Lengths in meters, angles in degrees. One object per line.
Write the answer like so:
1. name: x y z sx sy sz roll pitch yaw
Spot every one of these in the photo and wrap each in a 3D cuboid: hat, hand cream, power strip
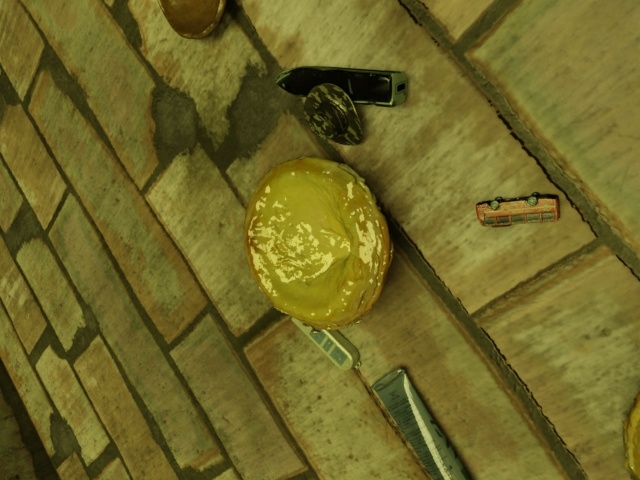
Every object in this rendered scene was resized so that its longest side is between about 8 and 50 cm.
1. hat: 0.015 -0.198 0.791 0.121 0.050 0.121 27 143 23
2. hand cream: 0.185 0.347 0.823 0.256 0.055 0.088 55 132 15
3. power strip: 0.004 0.181 0.925 0.191 0.030 0.047 42 120 20

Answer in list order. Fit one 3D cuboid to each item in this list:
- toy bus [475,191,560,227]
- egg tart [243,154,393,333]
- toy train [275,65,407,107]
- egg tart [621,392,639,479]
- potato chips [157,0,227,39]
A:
1. toy bus: 0.282 -0.043 0.681 0.110 0.031 0.043 -4 105 35
2. egg tart: 0.000 0.000 0.833 0.315 0.120 0.314 7 102 34
3. toy train: 0.025 -0.267 0.799 0.252 0.048 0.055 20 132 35
4. egg tart: 0.509 0.282 0.548 0.291 0.115 0.289 9 106 35
5. potato chips: -0.242 -0.496 0.923 0.208 0.062 0.195 27 120 26
